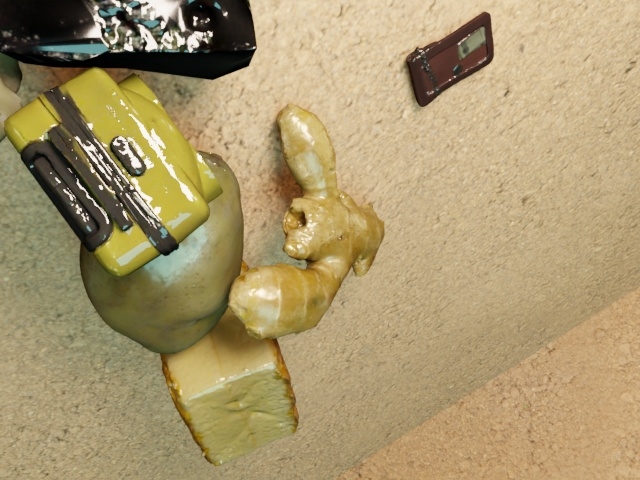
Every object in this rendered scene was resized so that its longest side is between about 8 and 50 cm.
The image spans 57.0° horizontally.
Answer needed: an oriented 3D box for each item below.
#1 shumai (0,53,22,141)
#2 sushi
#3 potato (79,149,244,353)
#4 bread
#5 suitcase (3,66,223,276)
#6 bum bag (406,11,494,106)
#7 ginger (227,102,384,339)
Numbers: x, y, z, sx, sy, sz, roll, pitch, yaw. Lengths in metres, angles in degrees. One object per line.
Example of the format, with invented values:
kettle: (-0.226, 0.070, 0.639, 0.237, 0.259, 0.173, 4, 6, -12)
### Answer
shumai: (-0.360, -0.207, 0.501, 0.314, 0.267, 0.262, -40, 119, 17)
sushi: (-0.188, -0.281, 0.610, 0.227, 0.215, 0.212, -3, 101, -9)
potato: (-0.235, 0.015, 0.888, 0.243, 0.221, 0.326, -14, 137, -20)
bread: (-0.180, 0.232, 1.119, 0.207, 0.279, 0.279, -17, 141, -11)
suitcase: (-0.209, -0.071, 0.636, 0.143, 0.235, 0.194, -36, 98, -11)
bum bag: (0.218, -0.302, 0.981, 0.159, 0.026, 0.109, -32, 142, -5)
ginger: (0.011, 0.011, 0.981, 0.122, 0.363, 0.348, -11, 152, 33)
